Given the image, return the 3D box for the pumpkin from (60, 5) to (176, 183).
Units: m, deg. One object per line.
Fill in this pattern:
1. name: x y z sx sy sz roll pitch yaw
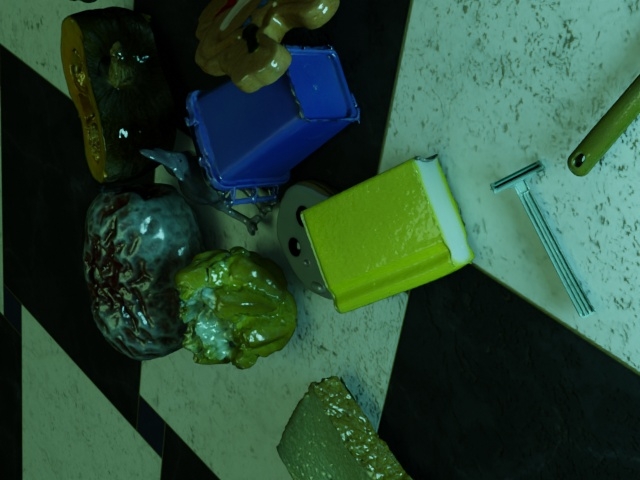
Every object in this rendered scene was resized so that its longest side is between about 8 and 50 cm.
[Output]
1. pumpkin: -0.350 -0.261 1.744 0.222 0.139 0.317 -41 59 56

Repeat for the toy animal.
1. toy animal: -0.171 -0.089 1.620 0.206 0.367 0.081 32 92 -2

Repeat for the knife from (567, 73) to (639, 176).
1. knife: 0.364 -0.177 1.018 0.061 0.027 0.343 57 136 25

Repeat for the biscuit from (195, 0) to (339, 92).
1. biscuit: -0.093 -0.311 1.405 0.047 0.202 0.334 42 179 -30

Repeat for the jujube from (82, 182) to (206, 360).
1. jujube: -0.309 0.049 1.784 0.226 0.226 0.316 15 119 48

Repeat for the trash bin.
1. trash bin: -0.068 -0.169 1.456 0.235 0.163 0.184 -27 77 44

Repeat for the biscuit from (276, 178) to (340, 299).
1. biscuit: 0.000 0.000 1.519 0.208 0.049 0.180 26 122 41

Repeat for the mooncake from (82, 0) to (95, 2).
1. mooncake: -0.391 -0.508 1.672 0.124 0.228 0.228 41 133 26

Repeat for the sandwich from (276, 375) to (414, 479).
1. sandwich: 0.046 0.361 1.564 0.251 0.087 0.226 53 140 26

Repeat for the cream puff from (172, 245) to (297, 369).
1. cream puff: -0.122 0.109 1.621 0.195 0.195 0.221 37 147 37

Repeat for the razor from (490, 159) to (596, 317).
1. razor: 0.274 0.003 1.193 0.068 0.037 0.191 -27 84 10

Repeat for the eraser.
1. eraser: 0.087 -0.005 1.355 0.226 0.069 0.157 -23 86 40
